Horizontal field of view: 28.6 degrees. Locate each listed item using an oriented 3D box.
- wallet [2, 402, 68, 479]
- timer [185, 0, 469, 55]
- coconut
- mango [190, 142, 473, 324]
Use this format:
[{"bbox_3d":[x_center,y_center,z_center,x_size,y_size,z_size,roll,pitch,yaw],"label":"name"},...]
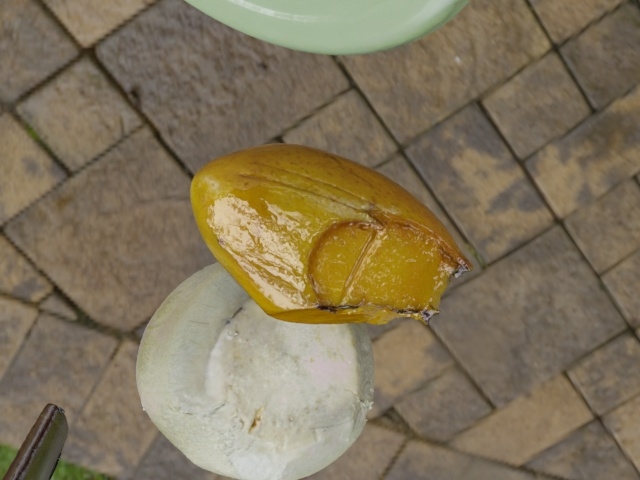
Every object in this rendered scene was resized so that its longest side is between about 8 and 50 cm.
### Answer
[{"bbox_3d":[-0.358,0.321,1.450,0.031,0.255,0.137,21,154,7],"label":"wallet"},{"bbox_3d":[0.031,-0.310,0.723,0.291,0.315,0.290,24,147,17],"label":"timer"},{"bbox_3d":[-0.066,0.130,1.242,0.227,0.230,0.227,3,82,-20],"label":"coconut"},{"bbox_3d":[0.000,0.000,1.048,0.252,0.153,0.126,23,154,-28],"label":"mango"}]
